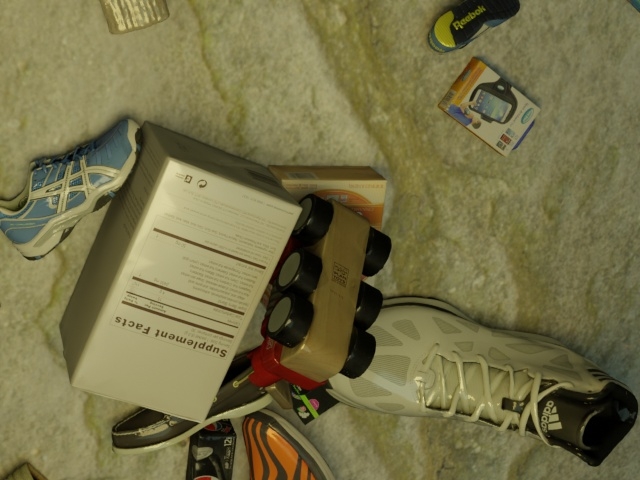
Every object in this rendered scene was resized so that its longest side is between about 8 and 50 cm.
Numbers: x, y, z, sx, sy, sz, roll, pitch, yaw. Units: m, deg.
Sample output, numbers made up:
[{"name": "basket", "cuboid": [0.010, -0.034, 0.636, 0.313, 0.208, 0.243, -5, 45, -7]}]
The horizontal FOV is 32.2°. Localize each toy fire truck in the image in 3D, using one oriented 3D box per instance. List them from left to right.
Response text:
[{"name": "toy fire truck", "cuboid": [-0.026, 0.097, 1.356, 0.158, 0.217, 0.246, 28, 142, -24]}]

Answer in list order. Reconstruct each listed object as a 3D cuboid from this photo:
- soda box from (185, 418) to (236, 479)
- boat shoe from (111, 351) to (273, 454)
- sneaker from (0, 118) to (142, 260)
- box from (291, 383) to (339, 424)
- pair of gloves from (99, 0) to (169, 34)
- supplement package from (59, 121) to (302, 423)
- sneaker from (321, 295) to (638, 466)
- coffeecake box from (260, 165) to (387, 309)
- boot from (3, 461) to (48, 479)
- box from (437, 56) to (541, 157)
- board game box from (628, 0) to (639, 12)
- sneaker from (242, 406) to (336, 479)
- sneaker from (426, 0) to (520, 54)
[{"name": "soda box", "cuboid": [-0.153, 0.327, 1.521, 0.053, 0.060, 0.169, 1, 109, -18]}, {"name": "boat shoe", "cuboid": [-0.173, 0.212, 1.464, 0.228, 0.081, 0.068, -20, 112, -19]}, {"name": "sneaker", "cuboid": [-0.297, -0.070, 1.312, 0.211, 0.080, 0.081, -44, 119, 1]}, {"name": "box", "cuboid": [-0.023, 0.197, 1.522, 0.062, 0.052, 0.083, -34, 115, -3]}, {"name": "pair of gloves", "cuboid": [-0.178, -0.368, 1.262, 0.240, 0.042, 0.204, -29, 113, -9]}, {"name": "supplement package", "cuboid": [-0.176, 0.037, 1.338, 0.175, 0.177, 0.293, 20, 103, -24]}, {"name": "sneaker", "cuboid": [0.231, 0.183, 1.473, 0.447, 0.257, 0.169, 9, 92, -24]}, {"name": "coffeecake box", "cuboid": [0.000, 0.000, 1.446, 0.142, 0.068, 0.185, -1, 111, -19]}, {"name": "boot", "cuboid": [-0.395, 0.407, 1.464, 0.165, 0.077, 0.213, -32, 116, -8]}, {"name": "box", "cuboid": [0.231, -0.173, 1.482, 0.136, 0.028, 0.081, 32, 97, -24]}, {"name": "board game box", "cuboid": [0.410, -0.419, 1.443, 0.211, 0.039, 0.160, 34, 97, -25]}, {"name": "sneaker", "cuboid": [-0.065, 0.391, 1.512, 0.180, 0.124, 0.321, -38, 119, -30]}, {"name": "sneaker", "cuboid": [0.191, -0.282, 1.417, 0.144, 0.059, 0.053, -30, 86, -23]}]
